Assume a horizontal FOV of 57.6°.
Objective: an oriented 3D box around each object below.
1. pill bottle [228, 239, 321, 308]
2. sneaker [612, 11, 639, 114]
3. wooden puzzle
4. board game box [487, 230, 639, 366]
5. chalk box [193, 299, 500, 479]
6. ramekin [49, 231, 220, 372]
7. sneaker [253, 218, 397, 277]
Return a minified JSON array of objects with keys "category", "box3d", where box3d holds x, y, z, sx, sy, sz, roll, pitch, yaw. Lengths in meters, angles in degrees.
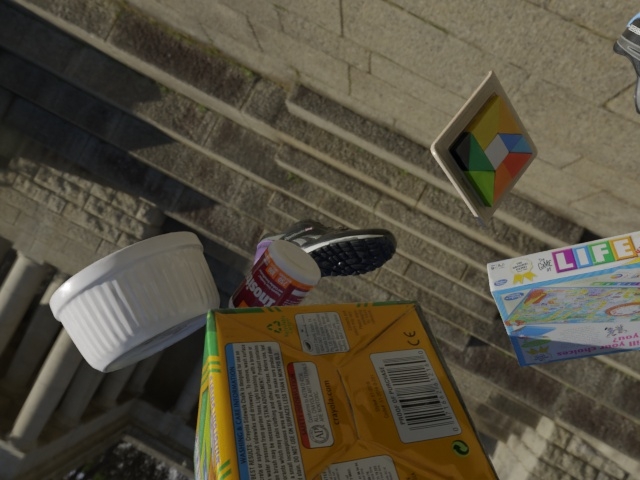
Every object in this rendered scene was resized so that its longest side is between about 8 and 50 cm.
[{"category":"pill bottle","box3d":[-0.074,0.080,0.822,0.086,0.152,0.086,33,-161,-13]},{"category":"sneaker","box3d":[0.339,-0.127,0.536,0.188,0.067,0.078,61,149,6]},{"category":"wooden puzzle","box3d":[0.338,-0.179,1.155,0.221,0.239,0.044,48,159,-29]},{"category":"board game box","box3d":[0.206,0.041,0.407,0.154,0.026,0.103,-14,133,20]},{"category":"chalk box","box3d":[-0.011,0.210,0.483,0.179,0.289,0.180,0,-138,-17]},{"category":"ramekin","box3d":[-0.231,0.086,0.768,0.109,0.207,0.207,59,-176,9]},{"category":"sneaker","box3d":[0.000,0.000,1.086,0.283,0.124,0.107,-13,141,18]}]
